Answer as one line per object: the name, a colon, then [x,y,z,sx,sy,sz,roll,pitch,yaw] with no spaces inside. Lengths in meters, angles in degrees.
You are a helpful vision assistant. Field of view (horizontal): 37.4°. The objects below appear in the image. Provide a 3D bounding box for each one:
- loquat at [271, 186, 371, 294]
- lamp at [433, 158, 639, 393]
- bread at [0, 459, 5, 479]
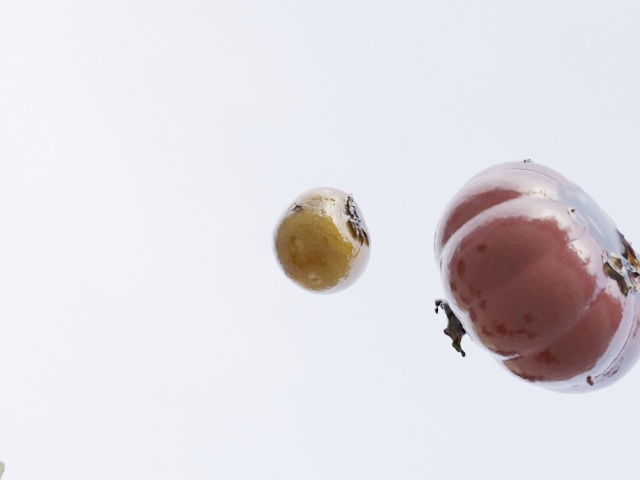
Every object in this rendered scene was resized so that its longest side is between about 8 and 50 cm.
loquat: [0.000,0.000,1.239,0.141,0.141,0.141,12,-60,22]
lamp: [0.157,0.031,0.695,0.140,0.182,0.182,-40,-87,28]
bread: [-0.430,0.251,1.027,0.161,0.088,0.233,38,-9,-1]
